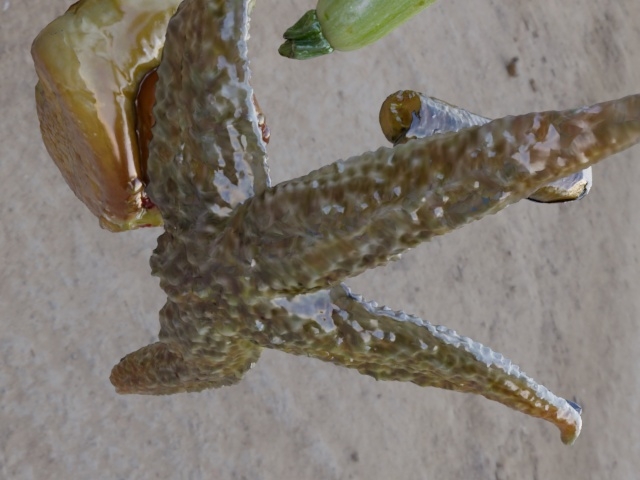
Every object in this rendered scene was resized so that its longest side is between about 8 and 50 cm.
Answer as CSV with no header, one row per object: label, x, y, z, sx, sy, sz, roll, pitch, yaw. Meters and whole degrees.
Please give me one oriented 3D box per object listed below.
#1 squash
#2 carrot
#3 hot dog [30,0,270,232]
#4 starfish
squash,0.052,-0.222,0.655,0.094,0.224,0.094,45,20,-22
carrot,0.172,-0.090,0.798,0.260,0.070,0.070,14,61,-33
hot dog,-0.132,-0.088,0.620,0.150,0.257,0.153,-39,93,-20
starfish,-0.004,0.003,0.528,0.132,0.384,0.398,-57,153,-58
